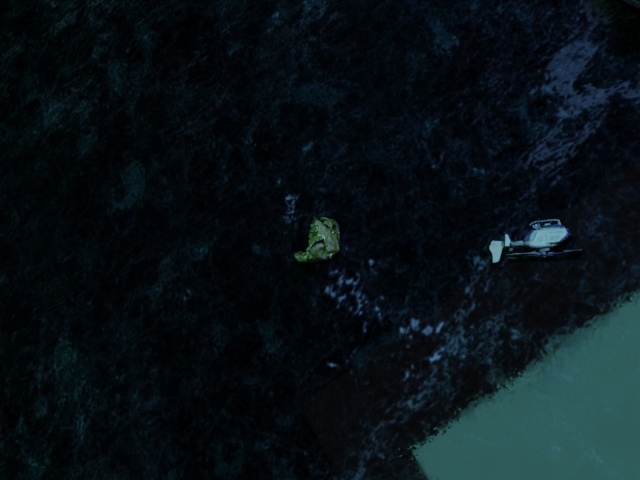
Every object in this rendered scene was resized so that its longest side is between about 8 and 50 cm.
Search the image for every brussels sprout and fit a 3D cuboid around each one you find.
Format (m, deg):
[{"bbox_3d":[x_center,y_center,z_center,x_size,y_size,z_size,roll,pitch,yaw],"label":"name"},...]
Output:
[{"bbox_3d":[0.000,0.000,1.173,0.085,0.058,0.085,-45,33,42],"label":"brussels sprout"}]

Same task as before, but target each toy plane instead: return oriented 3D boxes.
[{"bbox_3d":[0.283,0.001,1.033,0.120,0.031,0.049,-6,76,23],"label":"toy plane"}]

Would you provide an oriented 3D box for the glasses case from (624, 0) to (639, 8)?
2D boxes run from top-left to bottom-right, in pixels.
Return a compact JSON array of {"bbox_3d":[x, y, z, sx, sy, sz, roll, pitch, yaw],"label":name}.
[{"bbox_3d":[0.470,-0.340,1.002,0.113,0.075,0.297,-46,34,11],"label":"glasses case"}]
